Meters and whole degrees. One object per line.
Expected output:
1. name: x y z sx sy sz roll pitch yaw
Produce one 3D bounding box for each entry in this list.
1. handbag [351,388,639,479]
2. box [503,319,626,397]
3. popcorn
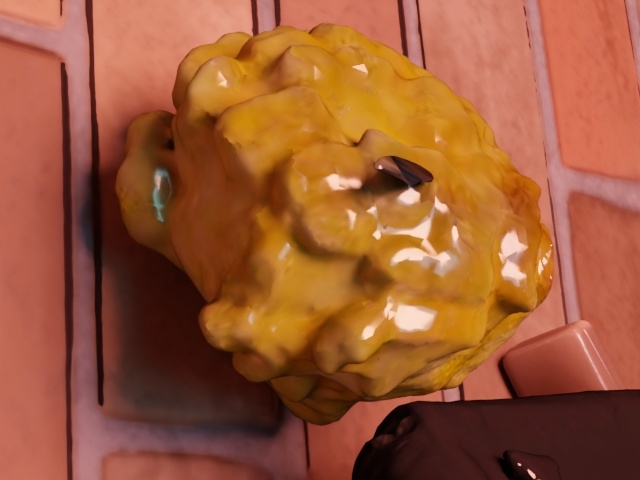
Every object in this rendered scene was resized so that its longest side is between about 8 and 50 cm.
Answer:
1. handbag: 0.161 0.157 0.535 0.275 0.088 0.244 0 44 -40
2. box: 0.134 0.096 0.675 0.025 0.048 0.115 -34 97 -52
3. popcorn: 0.007 -0.007 0.530 0.173 0.142 0.173 43 31 -34
